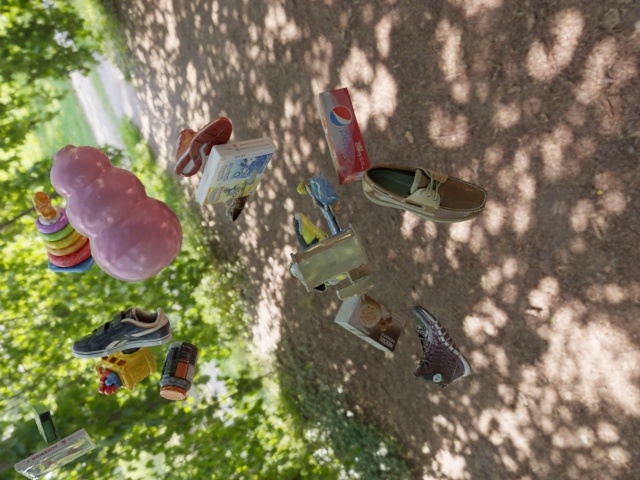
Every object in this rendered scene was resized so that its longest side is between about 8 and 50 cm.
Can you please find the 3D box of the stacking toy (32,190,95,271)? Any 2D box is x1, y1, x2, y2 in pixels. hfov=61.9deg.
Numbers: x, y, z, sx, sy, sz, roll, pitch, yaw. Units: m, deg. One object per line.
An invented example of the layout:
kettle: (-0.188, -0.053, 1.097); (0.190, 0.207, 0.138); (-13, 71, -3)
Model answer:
stacking toy: (-0.843, -0.044, 1.715); (0.302, 0.166, 0.175); (81, -168, -50)

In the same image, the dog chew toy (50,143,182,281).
dog chew toy: (-0.464, -0.069, 1.198); (0.332, 0.206, 0.206); (55, 163, -19)

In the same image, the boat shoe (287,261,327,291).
boat shoe: (-0.045, 0.161, 2.488); (0.103, 0.113, 0.302); (56, -169, 28)

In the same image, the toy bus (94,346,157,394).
toy bus: (-0.764, 0.477, 2.002); (0.220, 0.211, 0.149); (10, 128, 28)

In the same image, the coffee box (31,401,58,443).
coffee box: (-0.981, 0.646, 1.897); (0.184, 0.040, 0.113); (-6, 100, 55)

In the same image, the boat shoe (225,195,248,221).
boat shoe: (-0.339, -0.157, 2.250); (0.178, 0.064, 0.060); (-57, 45, 23)

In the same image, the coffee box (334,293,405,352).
coffee box: (0.192, 0.312, 2.054); (0.246, 0.141, 0.098); (36, 160, -25)

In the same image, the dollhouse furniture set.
dollhouse furniture set: (0.000, 0.000, 1.643); (0.286, 0.198, 0.303); (67, 178, -45)

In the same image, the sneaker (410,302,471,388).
sneaker: (0.332, 0.345, 1.665); (0.281, 0.162, 0.106); (53, 176, -1)

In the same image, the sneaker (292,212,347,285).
sneaker: (0.010, 0.019, 2.256); (0.384, 0.147, 0.145); (55, -166, -33)

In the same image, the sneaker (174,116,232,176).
sneaker: (-0.329, -0.283, 1.437); (0.087, 0.221, 0.128); (23, -141, -47)

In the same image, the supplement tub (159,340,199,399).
supplement tub: (-0.519, 0.477, 1.954); (0.117, 0.117, 0.190); (92, -177, -52)

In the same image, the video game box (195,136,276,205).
video game box: (-0.238, -0.193, 1.494); (0.048, 0.187, 0.205); (56, 139, 21)

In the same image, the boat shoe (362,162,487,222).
boat shoe: (0.258, -0.126, 1.366); (0.324, 0.122, 0.120); (10, 166, 15)

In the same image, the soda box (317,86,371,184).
soda box: (0.066, -0.302, 1.545); (0.083, 0.092, 0.263); (111, 144, -77)

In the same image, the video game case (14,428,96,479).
video game case: (-0.744, 0.612, 1.517); (0.023, 0.183, 0.201); (55, 153, 20)

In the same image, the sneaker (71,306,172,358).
sneaker: (-0.670, 0.298, 1.788); (0.126, 0.321, 0.127); (-131, 34, -62)
